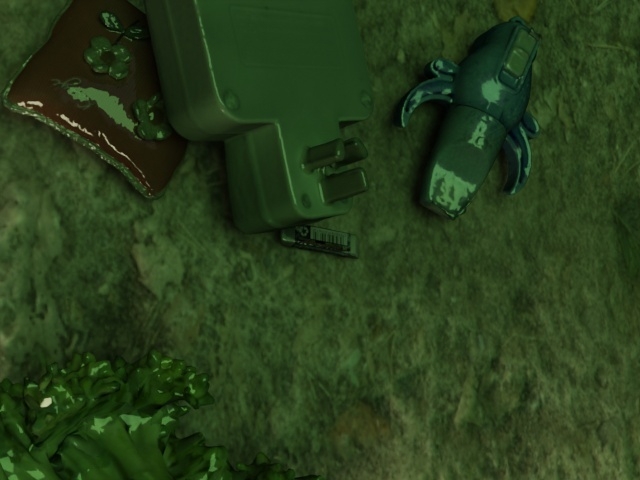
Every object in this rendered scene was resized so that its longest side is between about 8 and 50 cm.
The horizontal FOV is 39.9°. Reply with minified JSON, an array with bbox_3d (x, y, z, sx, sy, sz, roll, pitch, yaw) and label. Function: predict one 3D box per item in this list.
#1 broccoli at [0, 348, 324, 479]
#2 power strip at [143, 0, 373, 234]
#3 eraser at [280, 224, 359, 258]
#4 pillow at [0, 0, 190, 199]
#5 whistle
[{"bbox_3d":[-0.154,0.247,0.731,0.277,0.318,0.338,-47,142,-34],"label":"broccoli"},{"bbox_3d":[-0.032,-0.146,0.866,0.230,0.141,0.260,-10,88,-49],"label":"power strip"},{"bbox_3d":[0.000,0.000,0.958,0.099,0.019,0.027,10,65,-22],"label":"eraser"},{"bbox_3d":[-0.191,-0.155,0.864,0.179,0.075,0.171,32,69,-16],"label":"pillow"},{"bbox_3d":[0.185,-0.149,1.030,0.180,0.093,0.269,31,78,-17],"label":"whistle"}]
